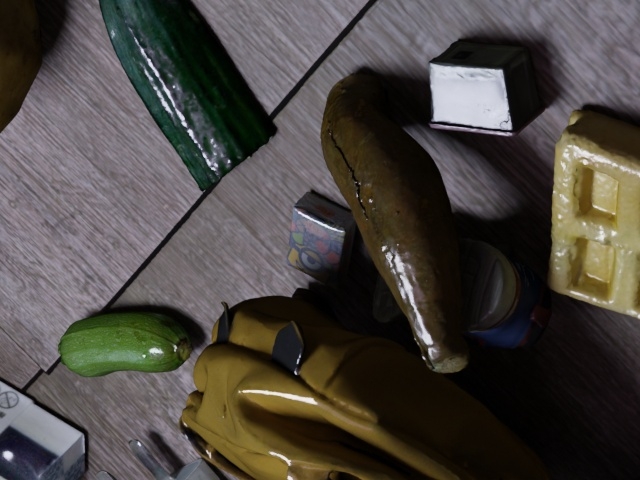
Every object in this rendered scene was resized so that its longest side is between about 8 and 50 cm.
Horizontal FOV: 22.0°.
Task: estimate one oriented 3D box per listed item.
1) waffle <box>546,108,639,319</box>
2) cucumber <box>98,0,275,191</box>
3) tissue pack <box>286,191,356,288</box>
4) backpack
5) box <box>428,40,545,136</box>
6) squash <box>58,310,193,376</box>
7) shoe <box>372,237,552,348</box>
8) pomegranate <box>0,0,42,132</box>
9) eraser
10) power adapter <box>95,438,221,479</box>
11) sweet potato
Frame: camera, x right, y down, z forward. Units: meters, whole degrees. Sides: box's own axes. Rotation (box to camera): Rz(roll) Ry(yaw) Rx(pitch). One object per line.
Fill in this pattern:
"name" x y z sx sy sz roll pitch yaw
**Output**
"waffle" 0.312 0.005 1.343 0.274 0.057 0.168 21 135 25
"cucumber" -0.148 -0.161 1.584 0.115 0.063 0.244 -19 109 46
"tissue pack" 0.000 0.000 1.618 0.063 0.035 0.083 27 138 19
"backpack" 0.052 0.191 1.563 0.378 0.201 0.353 35 173 -30
"box" 0.137 -0.128 1.377 0.085 0.060 0.063 11 122 34
"squash" -0.230 0.120 1.890 0.219 0.068 0.077 -10 122 45
"shoe" 0.140 0.045 1.507 0.125 0.099 0.227 13 179 -26
"pomegranate" -0.420 -0.198 1.620 0.281 0.281 0.281 23 136 24
"eraser" -0.496 0.213 2.173 0.404 0.098 0.096 28 139 19
"power adapter" -0.183 0.335 1.991 0.205 0.130 0.125 49 140 -8
"sweet potato" 0.073 -0.023 1.424 0.112 0.085 0.286 65 180 -69
